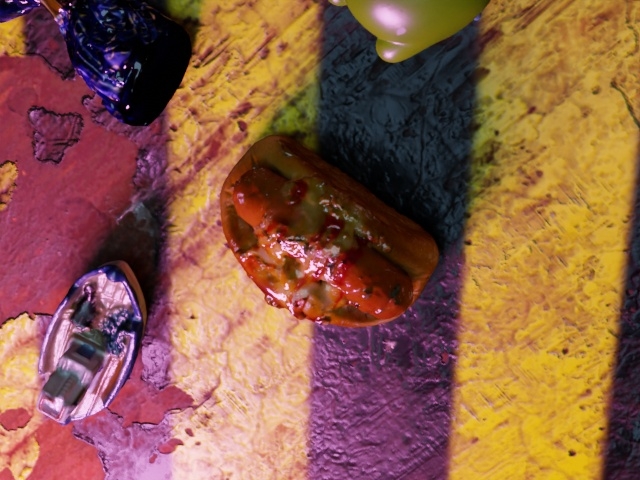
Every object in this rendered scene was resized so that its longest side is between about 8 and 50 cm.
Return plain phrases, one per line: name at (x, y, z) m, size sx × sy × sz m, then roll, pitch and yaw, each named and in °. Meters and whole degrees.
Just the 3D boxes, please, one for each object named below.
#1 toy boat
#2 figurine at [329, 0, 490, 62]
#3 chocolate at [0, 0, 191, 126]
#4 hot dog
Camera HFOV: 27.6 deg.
toy boat at (-0.281, 0.131, 1.567) m, size 0.114 × 0.115 × 0.262 m, roll 26°, pitch 113°, yaw 3°
figurine at (0.129, -0.305, 1.309) m, size 0.263 × 0.143 × 0.162 m, roll -42°, pitch 92°, yaw 11°
chocolate at (-0.302, -0.272, 1.440) m, size 0.343 × 0.126 × 0.148 m, roll 35°, pitch 151°, yaw 7°
hot dog at (0.000, 0.000, 1.432) m, size 0.257 × 0.153 × 0.150 m, roll 34°, pitch 113°, yaw 0°
